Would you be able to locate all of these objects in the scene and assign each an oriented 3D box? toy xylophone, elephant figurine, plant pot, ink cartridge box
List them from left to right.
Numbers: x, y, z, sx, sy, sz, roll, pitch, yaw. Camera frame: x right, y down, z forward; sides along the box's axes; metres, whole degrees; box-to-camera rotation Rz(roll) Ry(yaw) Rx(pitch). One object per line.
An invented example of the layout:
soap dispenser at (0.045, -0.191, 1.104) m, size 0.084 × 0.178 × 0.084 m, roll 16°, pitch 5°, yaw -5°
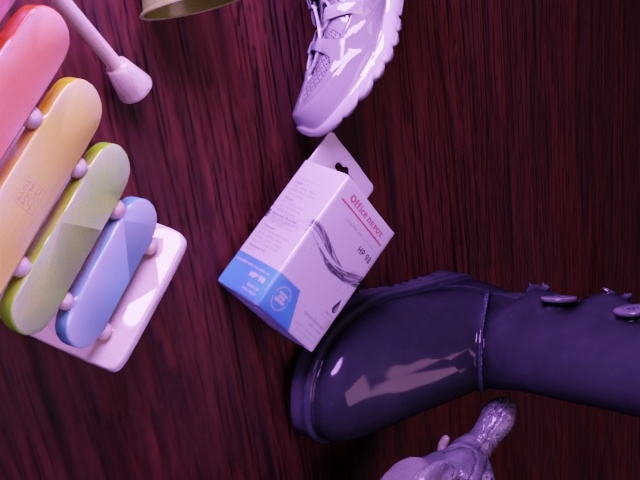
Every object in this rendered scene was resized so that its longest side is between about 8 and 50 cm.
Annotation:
toy xylophone at (-0.183, -0.061, 0.485) m, size 0.236 × 0.081 × 0.323 m, roll -70°, pitch 155°, yaw -15°
plant pot at (-0.105, -0.214, 0.602) m, size 0.083 × 0.083 × 0.079 m, roll -25°, pitch 105°, yaw -47°
ink cartridge box at (0.000, 0.000, 0.760) m, size 0.180 × 0.060 × 0.104 m, roll -55°, pitch 137°, yaw -11°
elephant figurine at (0.119, 0.288, 0.862) m, size 0.239 × 0.186 × 0.169 m, roll -44°, pitch 134°, yaw 17°

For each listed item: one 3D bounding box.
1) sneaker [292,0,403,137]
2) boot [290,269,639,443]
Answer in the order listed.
sneaker at (0.019, -0.236, 0.759) m, size 0.115 × 0.105 × 0.281 m, roll 20°, pitch 86°, yaw -16°
boot at (0.244, 0.140, 0.819) m, size 0.367 × 0.445 × 0.146 m, roll -26°, pitch 118°, yaw -46°
